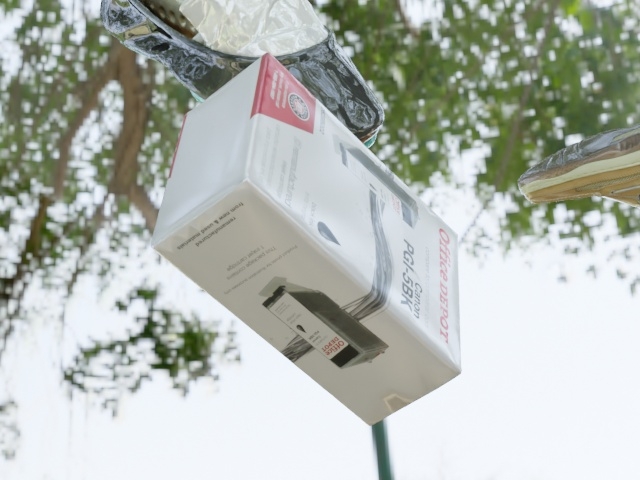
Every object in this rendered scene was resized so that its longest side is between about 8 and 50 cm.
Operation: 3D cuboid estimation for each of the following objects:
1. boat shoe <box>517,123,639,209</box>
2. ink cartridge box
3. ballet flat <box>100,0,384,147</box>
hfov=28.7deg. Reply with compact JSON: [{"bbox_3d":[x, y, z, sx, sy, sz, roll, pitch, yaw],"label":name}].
[{"bbox_3d":[0.261,-0.056,1.073,0.190,0.068,0.072,-18,-72,39],"label":"boat shoe"},{"bbox_3d":[0.000,0.000,0.545,0.056,0.099,0.135,-34,-60,28],"label":"ink cartridge box"},{"bbox_3d":[-0.067,-0.143,0.818,0.095,0.280,0.096,-27,-50,-31],"label":"ballet flat"}]
